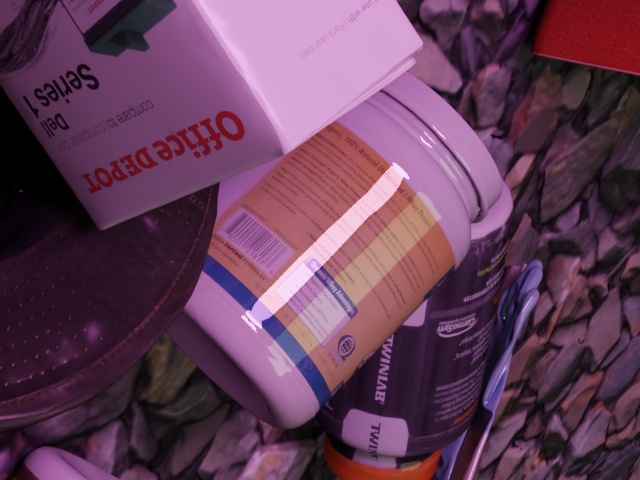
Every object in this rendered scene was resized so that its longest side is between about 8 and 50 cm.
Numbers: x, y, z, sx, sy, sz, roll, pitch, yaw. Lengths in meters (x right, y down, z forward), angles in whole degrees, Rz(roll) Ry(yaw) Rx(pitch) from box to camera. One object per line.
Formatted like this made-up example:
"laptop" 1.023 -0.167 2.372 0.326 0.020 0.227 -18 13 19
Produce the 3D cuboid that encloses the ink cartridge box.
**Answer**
"ink cartridge box" -0.084 -0.127 0.770 0.092 0.160 0.219 -41 102 -35

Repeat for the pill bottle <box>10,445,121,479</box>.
"pill bottle" -0.185 0.245 1.170 0.215 0.117 0.117 -58 147 -3

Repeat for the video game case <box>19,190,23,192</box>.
"video game case" -0.084 -0.061 1.106 0.274 0.026 0.196 -40 158 -29

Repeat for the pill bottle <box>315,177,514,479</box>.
"pill bottle" 0.057 0.063 1.335 0.130 0.130 0.246 -27 136 -40

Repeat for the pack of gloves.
"pack of gloves" 0.106 0.118 1.452 0.195 0.046 0.232 110 1 -85

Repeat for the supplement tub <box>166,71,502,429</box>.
"supplement tub" 0.000 0.000 1.143 0.199 0.144 0.144 -45 145 -13

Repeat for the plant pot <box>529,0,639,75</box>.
"plant pot" 0.352 -0.223 1.404 0.267 0.267 0.236 0 103 -56

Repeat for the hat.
"hat" -0.195 -0.071 0.861 0.331 0.134 0.331 9 75 -34
